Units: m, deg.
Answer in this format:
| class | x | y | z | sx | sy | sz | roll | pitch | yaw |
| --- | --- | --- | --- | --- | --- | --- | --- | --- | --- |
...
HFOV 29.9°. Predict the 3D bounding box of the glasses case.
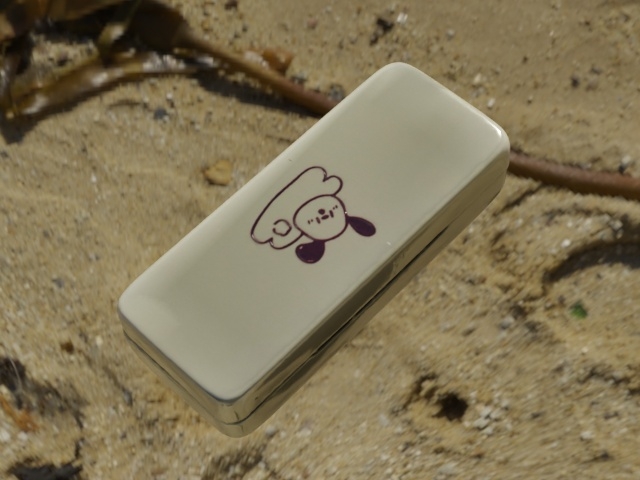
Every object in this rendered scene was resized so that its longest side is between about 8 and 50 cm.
| class | x | y | z | sx | sy | sz | roll | pitch | yaw |
| --- | --- | --- | --- | --- | --- | --- | --- | --- | --- |
| glasses case | 0.000 | 0.000 | 0.912 | 0.131 | 0.070 | 0.313 | 39 | 69 | 25 |
